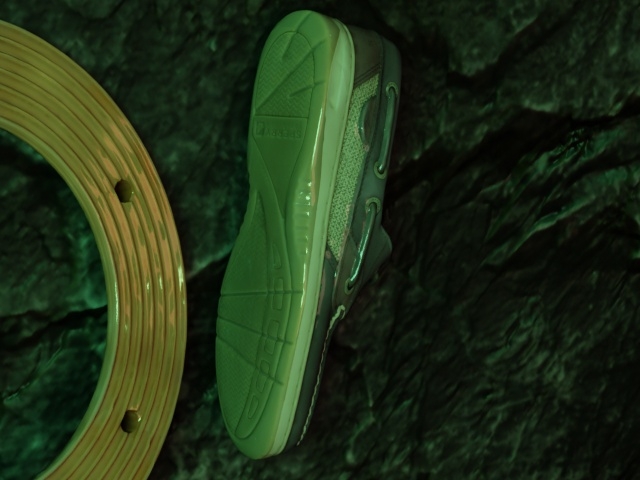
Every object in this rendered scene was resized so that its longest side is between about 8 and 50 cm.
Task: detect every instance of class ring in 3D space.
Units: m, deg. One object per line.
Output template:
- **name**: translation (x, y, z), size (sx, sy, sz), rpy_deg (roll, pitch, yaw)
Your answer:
- **ring**: translation (-0.207, 0.039, 1.096), size (0.336, 0.032, 0.337), rpy_deg (6, 82, -47)

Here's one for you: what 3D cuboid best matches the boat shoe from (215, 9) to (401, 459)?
- **boat shoe**: translation (0.000, 0.000, 1.248), size (0.092, 0.103, 0.285), rpy_deg (5, 94, -33)
